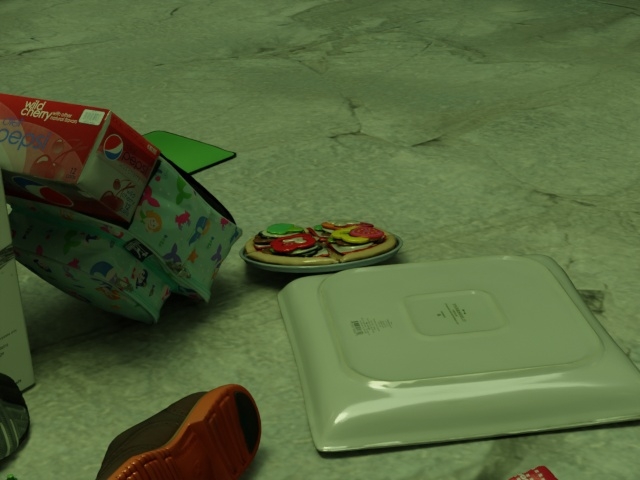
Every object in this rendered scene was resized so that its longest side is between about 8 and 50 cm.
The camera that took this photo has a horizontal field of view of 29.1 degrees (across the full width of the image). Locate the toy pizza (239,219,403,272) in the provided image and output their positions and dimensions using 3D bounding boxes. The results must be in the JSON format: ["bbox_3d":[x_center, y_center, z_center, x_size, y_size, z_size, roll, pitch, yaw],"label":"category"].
[{"bbox_3d":[0.000,0.000,1.511,0.201,0.032,0.201,-4,13,1],"label":"toy pizza"}]

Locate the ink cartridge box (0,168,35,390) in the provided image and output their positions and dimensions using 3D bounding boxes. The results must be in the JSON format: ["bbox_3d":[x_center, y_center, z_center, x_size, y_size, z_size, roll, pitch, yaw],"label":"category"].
[{"bbox_3d":[-0.410,0.025,1.241,0.197,0.272,0.114,14,29,32],"label":"ink cartridge box"}]

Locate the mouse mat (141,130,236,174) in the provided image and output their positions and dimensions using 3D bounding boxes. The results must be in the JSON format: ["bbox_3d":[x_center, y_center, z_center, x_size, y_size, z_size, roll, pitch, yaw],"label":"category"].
[{"bbox_3d":[-0.243,-0.132,1.901,0.190,0.007,0.153,20,33,38],"label":"mouse mat"}]

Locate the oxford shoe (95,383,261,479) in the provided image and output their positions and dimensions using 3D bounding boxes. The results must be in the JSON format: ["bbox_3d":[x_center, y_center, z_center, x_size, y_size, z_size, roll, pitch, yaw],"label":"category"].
[{"bbox_3d":[-0.151,0.214,1.051,0.098,0.096,0.271,-12,13,30],"label":"oxford shoe"}]

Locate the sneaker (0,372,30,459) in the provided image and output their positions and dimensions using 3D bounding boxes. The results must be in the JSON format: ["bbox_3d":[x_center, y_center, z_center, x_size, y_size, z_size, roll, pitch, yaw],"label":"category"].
[{"bbox_3d":[-0.372,0.186,1.123,0.132,0.086,0.229,-18,2,19],"label":"sneaker"}]

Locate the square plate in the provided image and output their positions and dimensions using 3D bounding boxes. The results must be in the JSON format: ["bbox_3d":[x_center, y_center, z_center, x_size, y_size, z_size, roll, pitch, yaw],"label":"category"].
[{"bbox_3d":[0.141,0.098,1.309,0.344,0.049,0.347,-5,24,-7],"label":"square plate"}]

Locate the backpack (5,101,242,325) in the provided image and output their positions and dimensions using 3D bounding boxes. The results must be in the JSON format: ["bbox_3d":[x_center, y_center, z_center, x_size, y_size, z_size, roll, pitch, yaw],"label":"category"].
[{"bbox_3d":[-0.221,-0.015,1.392,0.225,0.191,0.253,17,-9,35],"label":"backpack"}]

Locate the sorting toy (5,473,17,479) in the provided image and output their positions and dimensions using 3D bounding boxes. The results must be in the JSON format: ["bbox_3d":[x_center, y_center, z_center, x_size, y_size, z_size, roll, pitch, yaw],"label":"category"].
[{"bbox_3d":[-0.287,0.227,1.065,0.061,0.042,0.102,-15,27,-26],"label":"sorting toy"}]

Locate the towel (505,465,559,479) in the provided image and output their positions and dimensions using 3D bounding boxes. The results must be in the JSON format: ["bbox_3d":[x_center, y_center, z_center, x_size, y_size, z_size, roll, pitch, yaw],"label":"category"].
[{"bbox_3d":[0.112,0.264,0.964,0.275,0.031,0.199,-11,26,-19],"label":"towel"}]

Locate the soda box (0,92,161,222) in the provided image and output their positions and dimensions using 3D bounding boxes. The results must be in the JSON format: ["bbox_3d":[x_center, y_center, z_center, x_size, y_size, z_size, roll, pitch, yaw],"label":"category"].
[{"bbox_3d":[-0.294,-0.092,1.251,0.263,0.083,0.092,13,-17,34],"label":"soda box"}]
